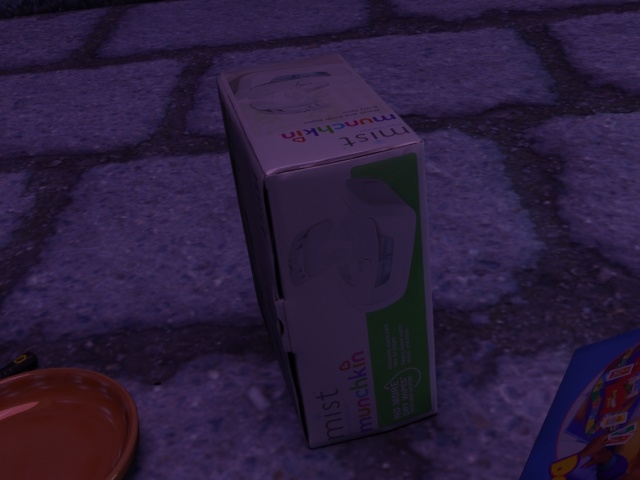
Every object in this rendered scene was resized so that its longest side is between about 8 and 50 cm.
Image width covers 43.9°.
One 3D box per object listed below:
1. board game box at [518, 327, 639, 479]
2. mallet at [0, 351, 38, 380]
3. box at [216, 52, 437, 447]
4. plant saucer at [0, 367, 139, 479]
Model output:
[{"bbox_3d":[0.216,0.159,0.445,0.233,0.078,0.347,-31,10,44],"label":"board game box"},{"bbox_3d":[-0.338,0.159,0.728,0.062,0.039,0.190,19,36,39],"label":"mallet"},{"bbox_3d":[0.000,0.000,0.696,0.127,0.261,0.231,-13,30,-10],"label":"box"},{"bbox_3d":[-0.248,0.184,0.661,0.200,0.037,0.200,-5,32,3],"label":"plant saucer"}]
